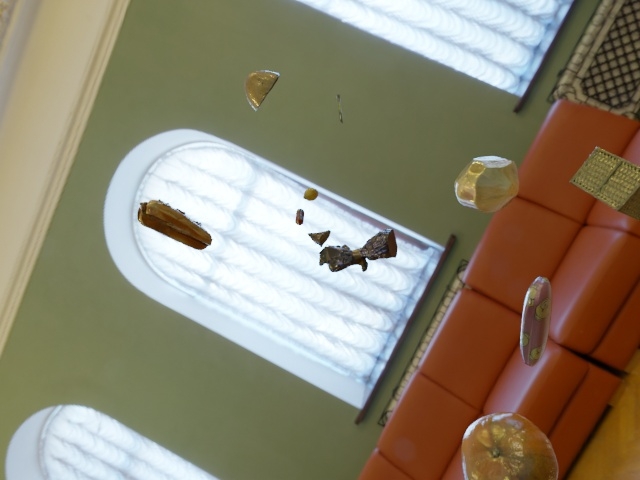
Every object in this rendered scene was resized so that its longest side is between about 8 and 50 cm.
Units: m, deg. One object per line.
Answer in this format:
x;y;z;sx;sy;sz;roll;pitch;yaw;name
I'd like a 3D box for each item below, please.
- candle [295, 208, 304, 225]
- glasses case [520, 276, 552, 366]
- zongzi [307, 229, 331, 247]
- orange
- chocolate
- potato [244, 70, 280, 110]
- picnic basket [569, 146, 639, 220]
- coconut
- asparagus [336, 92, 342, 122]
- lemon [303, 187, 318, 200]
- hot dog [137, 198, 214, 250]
-0.116;-0.123;2.477;0.131;0.051;0.052;-86;15;-54;candle
0.677;0.258;1.400;0.123;0.075;0.317;-41;-49;-40;glasses case
0.000;0.000;1.593;0.067;0.083;0.074;-55;-50;-26;zongzi
0.461;0.551;1.108;0.171;0.240;0.240;39;-107;-43;orange
0.139;0.059;1.783;0.126;0.343;0.149;-27;-81;-67;chocolate
-0.272;-0.678;1.948;0.182;0.117;0.202;-57;17;-9;potato
0.886;-0.162;1.310;0.134;0.154;0.196;-61;30;22;picnic basket
0.604;-0.200;1.612;0.237;0.236;0.198;-50;-33;-66;coconut
0.072;-0.500;1.678;0.016;0.013;0.166;106;163;-56;asparagus
-0.046;-0.216;2.100;0.083;0.062;0.062;-30;-18;-18;lemon
-0.433;-0.045;1.353;0.109;0.269;0.072;-22;51;32;hot dog
